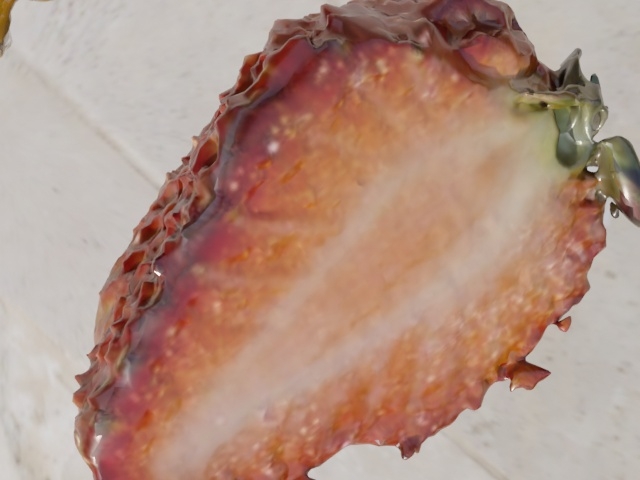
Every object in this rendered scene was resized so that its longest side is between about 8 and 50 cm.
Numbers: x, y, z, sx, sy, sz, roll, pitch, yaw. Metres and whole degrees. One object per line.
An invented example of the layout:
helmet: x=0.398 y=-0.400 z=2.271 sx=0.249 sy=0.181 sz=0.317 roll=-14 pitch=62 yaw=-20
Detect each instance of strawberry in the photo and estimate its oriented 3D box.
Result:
strawberry: x=-0.002 y=-0.006 z=0.708 sx=0.236 sy=0.107 sz=0.175 roll=-17 pitch=111 yaw=-21

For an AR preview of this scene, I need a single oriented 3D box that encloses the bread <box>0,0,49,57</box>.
bread: x=-0.240 y=-0.189 z=0.588 sx=0.389 sy=0.183 sz=0.236 roll=35 pitch=91 yaw=-24
